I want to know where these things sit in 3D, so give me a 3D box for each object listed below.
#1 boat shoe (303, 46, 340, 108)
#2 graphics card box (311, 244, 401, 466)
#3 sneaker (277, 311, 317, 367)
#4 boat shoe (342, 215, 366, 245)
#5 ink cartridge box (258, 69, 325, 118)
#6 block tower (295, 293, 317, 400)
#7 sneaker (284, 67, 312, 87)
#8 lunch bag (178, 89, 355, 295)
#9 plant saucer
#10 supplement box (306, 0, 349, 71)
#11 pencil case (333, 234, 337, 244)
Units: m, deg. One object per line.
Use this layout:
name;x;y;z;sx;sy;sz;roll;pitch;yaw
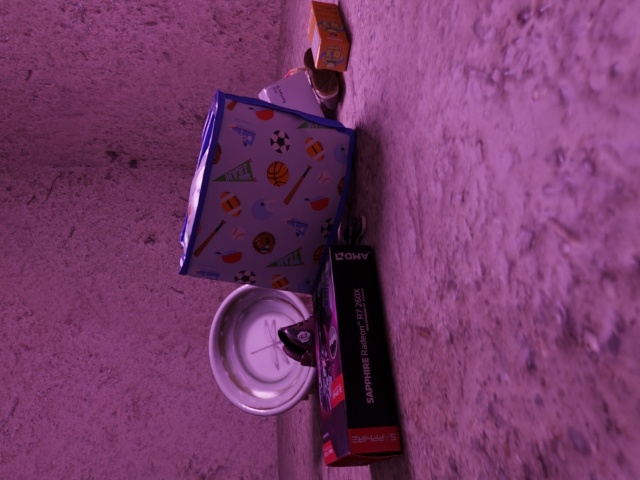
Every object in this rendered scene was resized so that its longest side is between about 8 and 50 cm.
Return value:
boat shoe;0.005;-0.426;1.244;0.074;0.080;0.224;77;180;-51
graphics card box;0.053;0.220;0.906;0.233;0.094;0.371;108;161;-60
sneaker;-0.024;0.187;1.139;0.281;0.162;0.107;-105;18;-55
boat shoe;0.064;-0.012;1.006;0.125;0.038;0.046;112;156;-64
ink cartridge box;-0.075;-0.356;1.373;0.211;0.121;0.289;64;177;-18
block tower;-0.061;0.337;1.550;0.097;0.090;0.336;152;119;-78
sneaker;-0.083;-0.585;1.714;0.208;0.094;0.082;-120;30;-74
lunch bag;-0.121;-0.108;1.075;0.239;0.327;0.386;-124;47;-60
plant saucer;-0.163;0.328;1.477;0.100;0.399;0.401;14;-107;-62
supplement box;0.017;-0.515;1.196;0.080;0.077;0.234;106;161;-47
pencil case;0.000;0.000;1.296;0.152;0.064;0.070;131;131;-76
